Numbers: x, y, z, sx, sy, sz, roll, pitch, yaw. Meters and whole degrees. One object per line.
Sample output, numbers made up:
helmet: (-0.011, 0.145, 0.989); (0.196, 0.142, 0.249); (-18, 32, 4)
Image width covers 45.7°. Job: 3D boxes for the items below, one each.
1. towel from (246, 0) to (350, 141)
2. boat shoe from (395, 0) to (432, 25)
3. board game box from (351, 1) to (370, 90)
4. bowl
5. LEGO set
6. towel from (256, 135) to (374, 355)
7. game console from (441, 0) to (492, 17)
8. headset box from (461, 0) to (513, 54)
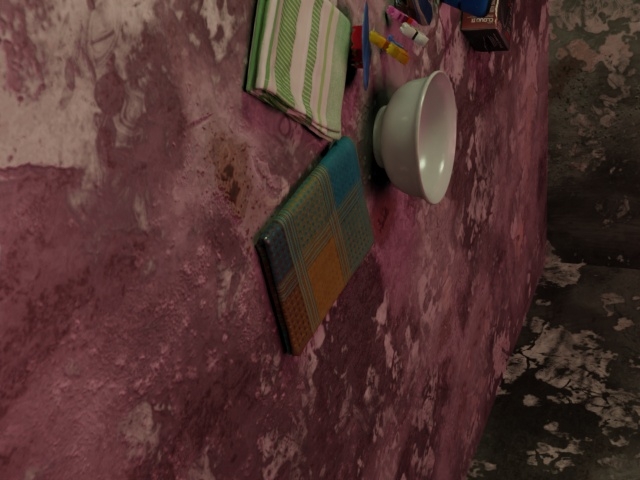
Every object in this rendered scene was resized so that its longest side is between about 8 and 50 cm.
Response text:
towel: (-0.024, -0.323, 1.304); (0.325, 0.038, 0.247); (15, 80, -65)
boat shoe: (0.205, -0.539, 1.721); (0.183, 0.066, 0.066); (38, 62, -68)
board game box: (0.073, -0.376, 1.476); (0.133, 0.033, 0.168); (-78, 167, -49)
bowl: (0.203, -0.229, 1.698); (0.298, 0.134, 0.297); (4, 90, -66)
LEGO set: (0.152, -0.435, 1.605); (0.087, 0.093, 0.227); (-57, -165, 21)
towel: (0.000, 0.000, 1.422); (0.370, 0.040, 0.271); (-53, 140, -46)
game console: (0.431, -0.753, 1.968); (0.173, 0.250, 0.293); (-11, 126, -31)
headset box: (0.512, -0.717, 2.298); (0.218, 0.110, 0.293); (12, 84, -66)
